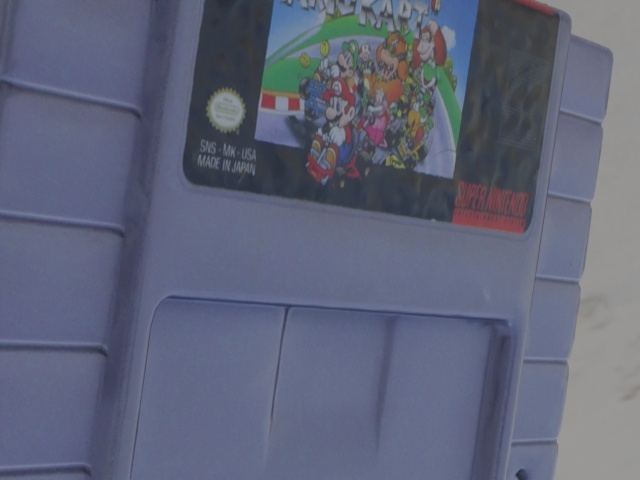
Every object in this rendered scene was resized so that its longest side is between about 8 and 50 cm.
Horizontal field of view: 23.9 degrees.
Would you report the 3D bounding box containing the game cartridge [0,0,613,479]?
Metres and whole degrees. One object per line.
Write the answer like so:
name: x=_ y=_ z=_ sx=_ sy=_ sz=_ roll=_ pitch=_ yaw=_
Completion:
game cartridge: x=0.000 y=0.000 z=0.566 sx=0.068 sy=0.230 sz=0.355 roll=14 pitch=-176 yaw=38
